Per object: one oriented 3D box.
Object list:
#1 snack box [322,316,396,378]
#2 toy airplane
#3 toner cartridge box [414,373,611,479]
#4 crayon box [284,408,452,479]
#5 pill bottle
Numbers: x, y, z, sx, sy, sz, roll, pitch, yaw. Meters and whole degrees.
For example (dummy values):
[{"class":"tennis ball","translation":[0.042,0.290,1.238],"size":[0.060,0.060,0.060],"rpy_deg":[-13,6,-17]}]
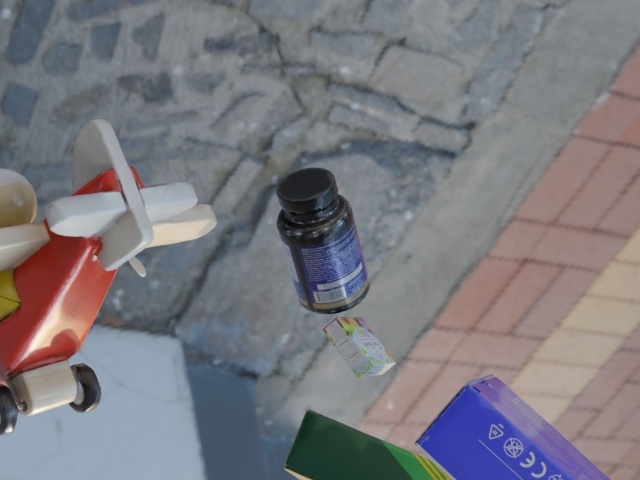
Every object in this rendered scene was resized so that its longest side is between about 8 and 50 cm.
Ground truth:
[{"class":"snack box","translation":[0.065,0.174,1.977],"size":[0.037,0.100,0.141],"rpy_deg":[-39,166,12]},{"class":"toy airplane","translation":[-0.321,0.004,1.384],"size":[0.384,0.272,0.386],"rpy_deg":[-37,154,-7]},{"class":"toner cartridge box","translation":[0.246,0.262,1.049],"size":[0.075,0.348,0.165],"rpy_deg":[-50,165,6]},{"class":"crayon box","translation":[0.126,0.399,1.942],"size":[0.313,0.106,0.363],"rpy_deg":[20,167,13]},{"class":"pill bottle","translation":[0.000,0.000,1.909],"size":[0.122,0.123,0.219],"rpy_deg":[-16,125,-2]}]
